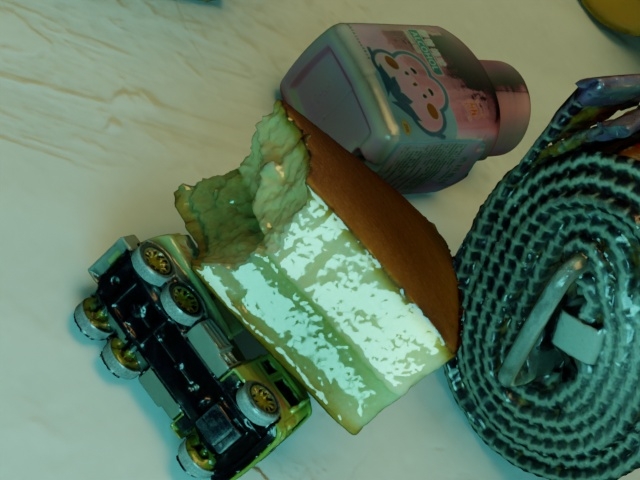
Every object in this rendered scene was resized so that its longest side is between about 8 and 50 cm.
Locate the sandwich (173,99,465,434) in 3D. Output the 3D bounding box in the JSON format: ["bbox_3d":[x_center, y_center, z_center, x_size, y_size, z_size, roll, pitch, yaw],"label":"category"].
[{"bbox_3d":[0.000,0.000,1.242,0.186,0.108,0.220,48,15,-13],"label":"sandwich"}]

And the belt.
[{"bbox_3d":[0.206,0.037,1.305,0.160,0.295,0.207,-22,60,-45],"label":"belt"}]

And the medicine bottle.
[{"bbox_3d":[0.075,-0.102,1.450,0.188,0.094,0.119,-5,61,-42],"label":"medicine bottle"}]

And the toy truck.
[{"bbox_3d":[-0.076,0.069,1.204,0.169,0.077,0.100,51,27,10],"label":"toy truck"}]

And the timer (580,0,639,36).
[{"bbox_3d":[0.471,-0.221,1.738,0.387,0.376,0.376,-26,73,-4],"label":"timer"}]
